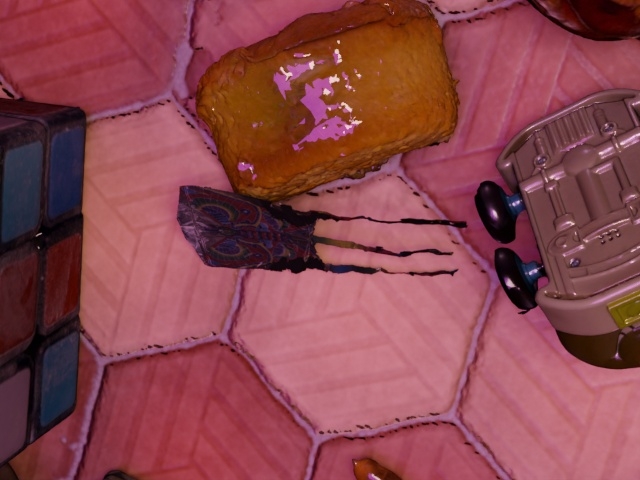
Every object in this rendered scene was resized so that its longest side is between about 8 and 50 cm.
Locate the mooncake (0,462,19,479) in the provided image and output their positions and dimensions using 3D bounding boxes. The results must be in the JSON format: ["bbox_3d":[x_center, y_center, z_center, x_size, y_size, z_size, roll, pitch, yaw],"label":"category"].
[{"bbox_3d":[-0.423,0.302,1.314,0.228,0.124,0.228,7,114,17],"label":"mooncake"}]

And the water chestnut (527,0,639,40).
[{"bbox_3d":[0.236,-0.311,1.006,0.244,0.289,0.289,17,103,41],"label":"water chestnut"}]

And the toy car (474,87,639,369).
[{"bbox_3d":[0.269,0.009,1.066,0.204,0.248,0.198,-26,129,17],"label":"toy car"}]

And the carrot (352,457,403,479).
[{"bbox_3d":[0.113,0.314,1.222,0.059,0.059,0.248,-38,84,16],"label":"carrot"}]

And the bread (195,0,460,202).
[{"bbox_3d":[-0.006,-0.131,1.148,0.260,0.147,0.160,-16,90,16],"label":"bread"}]

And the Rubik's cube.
[{"bbox_3d":[-0.452,0.037,1.178,0.362,0.363,0.359,6,101,9],"label":"Rubik's cube"}]

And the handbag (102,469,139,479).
[{"bbox_3d":[-0.207,0.438,1.138,0.316,0.416,0.180,40,115,7],"label":"handbag"}]

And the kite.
[{"bbox_3d":[0.000,0.000,1.185,0.285,0.152,0.015,4,59,9],"label":"kite"}]
